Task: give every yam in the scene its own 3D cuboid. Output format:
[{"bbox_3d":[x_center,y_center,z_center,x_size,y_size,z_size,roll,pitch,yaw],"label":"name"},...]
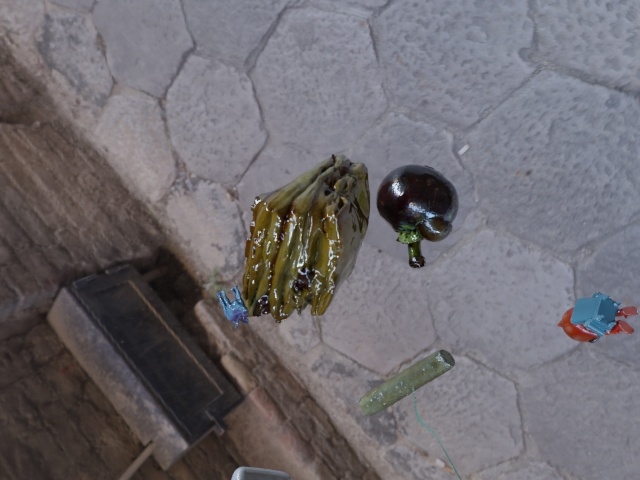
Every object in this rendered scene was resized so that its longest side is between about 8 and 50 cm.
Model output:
[{"bbox_3d":[0.268,0.453,1.662,0.371,0.083,0.083,-41,83,31],"label":"yam"}]

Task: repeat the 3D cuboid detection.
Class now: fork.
[{"bbox_3d":[0.218,0.379,0.987,0.039,0.021,0.235,76,170,-50],"label":"fork"}]

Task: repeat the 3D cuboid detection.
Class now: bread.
[{"bbox_3d":[0.000,0.000,1.161,0.191,0.370,0.314,22,120,22],"label":"bread"}]

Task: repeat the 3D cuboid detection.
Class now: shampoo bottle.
[{"bbox_3d":[-0.113,0.616,1.273,0.051,0.221,0.108,-35,43,47],"label":"shampoo bottle"}]

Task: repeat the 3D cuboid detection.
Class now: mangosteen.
[{"bbox_3d":[0.261,-0.069,1.461,0.231,0.231,0.289,4,71,33],"label":"mangosteen"}]

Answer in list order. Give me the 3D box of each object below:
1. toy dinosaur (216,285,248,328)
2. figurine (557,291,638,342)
[{"bbox_3d":[-0.171,0.134,1.045,0.080,0.045,0.197,68,159,3],"label":"toy dinosaur"},{"bbox_3d":[0.449,0.135,0.875,0.075,0.068,0.140,27,159,2],"label":"figurine"}]
